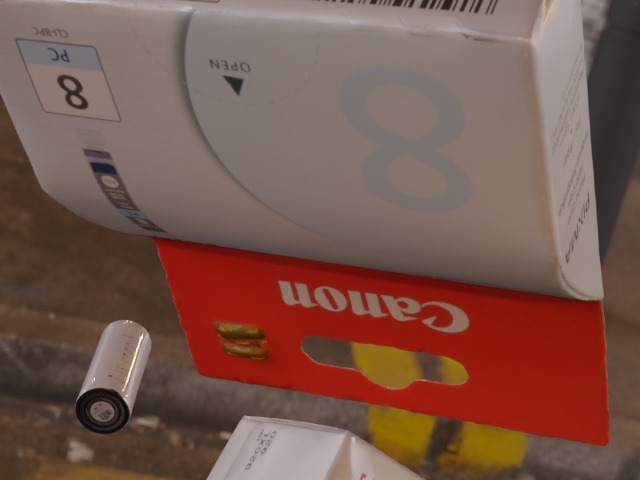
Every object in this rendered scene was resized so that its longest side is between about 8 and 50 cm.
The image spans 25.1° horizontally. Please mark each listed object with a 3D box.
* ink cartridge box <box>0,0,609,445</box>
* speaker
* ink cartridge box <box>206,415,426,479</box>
[{"bbox_3d":[0.000,0.000,0.825,0.308,0.385,0.091,7,46,22],"label":"ink cartridge box"},{"bbox_3d":[-0.207,0.135,1.449,0.055,0.055,0.136,13,27,-4],"label":"speaker"},{"bbox_3d":[0.029,0.244,0.915,0.232,0.171,0.168,35,-19,-20],"label":"ink cartridge box"}]
